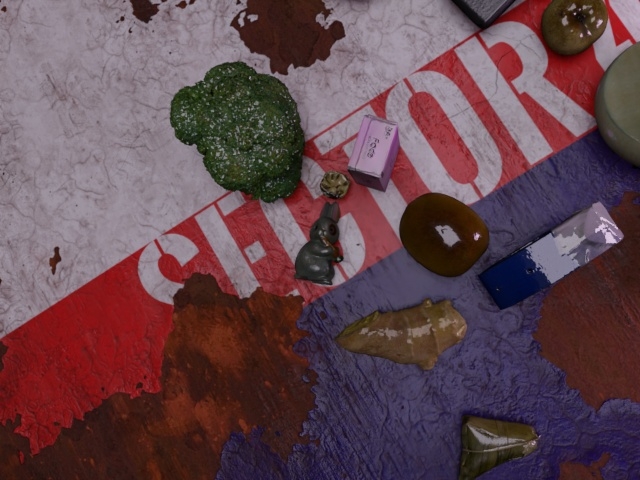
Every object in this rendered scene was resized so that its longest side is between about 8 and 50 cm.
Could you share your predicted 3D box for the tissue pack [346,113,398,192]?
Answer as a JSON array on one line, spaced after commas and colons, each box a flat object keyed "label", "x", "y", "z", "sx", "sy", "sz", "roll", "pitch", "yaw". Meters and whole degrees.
[{"label": "tissue pack", "x": 0.145, "y": -0.222, "z": 1.598, "sx": 0.092, "sy": 0.246, "sz": 0.149, "roll": 17, "pitch": 90, "yaw": 10}]

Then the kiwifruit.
[{"label": "kiwifruit", "x": 0.315, "y": -0.020, "z": 1.589, "sx": 0.196, "sy": 0.196, "sz": 0.234, "roll": -46, "pitch": 74, "yaw": 4}]

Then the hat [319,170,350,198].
[{"label": "hat", "x": 0.039, "y": -0.150, "z": 1.709, "sx": 0.077, "sy": 0.059, "sz": 0.076, "roll": 24, "pitch": 75, "yaw": 5}]

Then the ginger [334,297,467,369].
[{"label": "ginger", "x": 0.210, "y": 0.249, "z": 1.626, "sx": 0.354, "sy": 0.126, "sz": 0.190, "roll": -2, "pitch": 97, "yaw": 12}]

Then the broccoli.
[{"label": "broccoli", "x": -0.200, "y": -0.298, "z": 1.643, "sx": 0.413, "sy": 0.310, "sz": 0.321, "roll": 26, "pitch": 98, "yaw": -24}]

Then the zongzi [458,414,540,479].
[{"label": "zongzi", "x": 0.460, "y": 0.566, "z": 1.577, "sx": 0.205, "sy": 0.094, "sz": 0.204, "roll": 6, "pitch": 91, "yaw": 10}]

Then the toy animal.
[{"label": "toy animal", "x": -0.002, "y": 0.004, "z": 1.680, "sx": 0.138, "sy": 0.108, "sz": 0.236, "roll": 2, "pitch": 86, "yaw": 10}]

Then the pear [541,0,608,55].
[{"label": "pear", "x": 0.661, "y": -0.569, "z": 1.588, "sx": 0.167, "sy": 0.136, "sz": 0.167, "roll": 0, "pitch": 91, "yaw": 7}]

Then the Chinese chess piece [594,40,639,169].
[{"label": "Chinese chess piece", "x": 0.861, "y": -0.337, "z": 1.496, "sx": 0.349, "sy": 0.146, "sz": 0.349, "roll": -6, "pitch": 71, "yaw": 19}]

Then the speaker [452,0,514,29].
[{"label": "speaker", "x": 0.528, "y": -0.746, "z": 1.634, "sx": 0.388, "sy": 0.184, "sz": 0.180, "roll": -43, "pitch": 79, "yaw": 16}]

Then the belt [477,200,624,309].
[{"label": "belt", "x": 0.570, "y": 0.038, "z": 1.530, "sx": 0.347, "sy": 0.212, "sz": 0.117, "roll": -33, "pitch": 80, "yaw": 11}]
